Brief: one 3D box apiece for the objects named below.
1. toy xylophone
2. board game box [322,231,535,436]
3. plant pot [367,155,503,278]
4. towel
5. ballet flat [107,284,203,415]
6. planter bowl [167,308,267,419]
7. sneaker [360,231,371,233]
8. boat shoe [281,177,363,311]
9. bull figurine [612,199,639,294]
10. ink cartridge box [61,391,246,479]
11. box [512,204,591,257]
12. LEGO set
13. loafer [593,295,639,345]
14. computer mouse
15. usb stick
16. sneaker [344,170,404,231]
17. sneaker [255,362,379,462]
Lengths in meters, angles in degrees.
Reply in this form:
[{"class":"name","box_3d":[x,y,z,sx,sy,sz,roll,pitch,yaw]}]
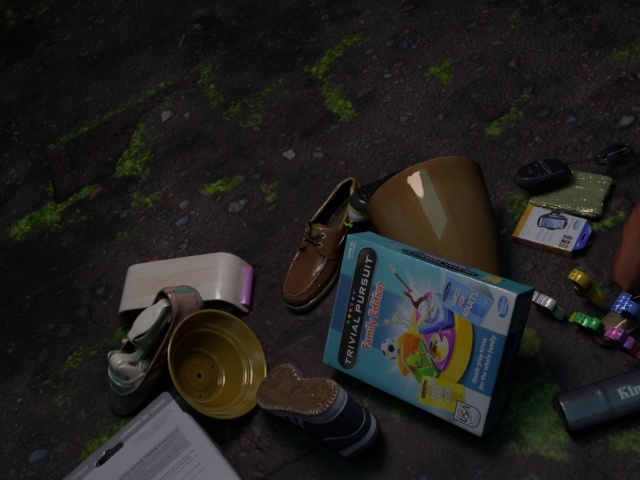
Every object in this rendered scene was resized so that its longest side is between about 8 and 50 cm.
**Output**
[{"class":"toy xylophone","box_3d":[-0.306,0.131,1.731,0.323,0.081,0.236,-1,57,22]},{"class":"board game box","box_3d":[0.177,0.154,1.416,0.336,0.079,0.253,20,106,33]},{"class":"plant pot","box_3d":[0.238,0.012,1.522,0.237,0.237,0.254,-22,62,6]},{"class":"towel","box_3d":[0.496,-0.095,1.610,0.148,0.027,0.110,12,59,31]},{"class":"ballet flat","box_3d":[-0.354,0.213,1.592,0.107,0.106,0.316,39,102,29]},{"class":"planter bowl","box_3d":[-0.216,0.250,1.566,0.090,0.217,0.217,-36,36,44]},{"class":"sneaker","box_3d":[0.083,0.060,1.635,0.064,0.067,0.175,-8,53,15]},{"class":"boat shoe","box_3d":[0.000,0.000,1.691,0.111,0.104,0.307,15,61,31]},{"class":"bull figurine","box_3d":[0.580,-0.038,1.361,0.101,0.310,0.188,33,52,18]},{"class":"ink cartridge box","box_3d":[-0.298,0.471,1.431,0.309,0.130,0.272,-40,50,-11]},{"class":"box","box_3d":[0.452,-0.016,1.567,0.136,0.028,0.081,19,63,30]},{"class":"LEGO set","box_3d":[0.459,0.106,1.381,0.087,0.093,0.227,-54,39,-7]},{"class":"loafer","box_3d":[0.537,0.128,1.402,0.148,0.050,0.056,-33,48,-4]},{"class":"computer mouse","box_3d":[0.504,-0.143,1.608,0.242,0.041,0.071,-14,31,5]},{"class":"usb stick","box_3d":[0.521,0.245,1.320,0.278,0.045,0.077,-19,48,7]},{"class":"sneaker","box_3d":[0.140,-0.077,1.693,0.235,0.097,0.084,-15,46,-34]},{"class":"sneaker","box_3d":[-0.004,0.312,1.468,0.099,0.153,0.282,-55,23,-19]}]
